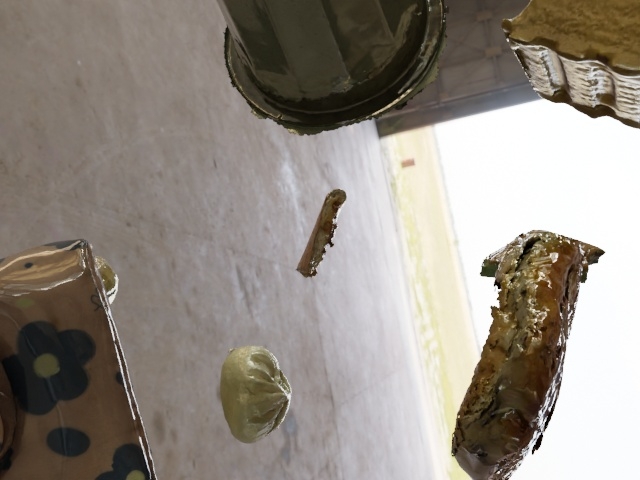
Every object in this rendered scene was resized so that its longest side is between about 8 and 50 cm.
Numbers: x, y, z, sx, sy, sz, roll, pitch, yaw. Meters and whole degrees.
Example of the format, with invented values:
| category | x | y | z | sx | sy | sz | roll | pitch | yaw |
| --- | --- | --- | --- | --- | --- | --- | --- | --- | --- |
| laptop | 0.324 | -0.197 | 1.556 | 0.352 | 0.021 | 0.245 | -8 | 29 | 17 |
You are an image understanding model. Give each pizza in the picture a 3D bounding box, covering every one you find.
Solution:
| category | x | y | z | sx | sy | sz | roll | pitch | yaw |
| --- | --- | --- | --- | --- | --- | --- | --- | --- | --- |
| pizza | 0.002 | -0.006 | 1.515 | 0.134 | 0.056 | 0.270 | -83 | -166 | -63 |

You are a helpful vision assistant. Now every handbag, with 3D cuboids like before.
| category | x | y | z | sx | sy | sz | roll | pitch | yaw |
| --- | --- | --- | --- | --- | --- | --- | --- | --- | --- |
| handbag | -0.242 | 0.143 | 0.499 | 0.251 | 0.193 | 0.190 | 71 | -25 | 15 |

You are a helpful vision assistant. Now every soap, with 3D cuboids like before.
| category | x | y | z | sx | sy | sz | roll | pitch | yaw |
| --- | --- | --- | --- | --- | --- | --- | --- | --- | --- |
| soap | 0.466 | -0.289 | 1.020 | 0.335 | 0.294 | 0.156 | 14 | 97 | -62 |

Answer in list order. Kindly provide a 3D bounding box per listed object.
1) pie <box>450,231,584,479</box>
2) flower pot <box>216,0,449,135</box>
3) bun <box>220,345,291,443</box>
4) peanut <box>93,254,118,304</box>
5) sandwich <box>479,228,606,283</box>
| category | x | y | z | sx | sy | sz | roll | pitch | yaw |
| --- | --- | --- | --- | --- | --- | --- | --- | --- | --- |
| pie | 0.211 | 0.121 | 0.684 | 0.308 | 0.086 | 0.308 | -40 | 136 | -55 |
| flower pot | -0.010 | -0.295 | 0.696 | 0.259 | 0.291 | 0.290 | 55 | 26 | -65 |
| bun | -0.159 | 0.393 | 1.683 | 0.259 | 0.160 | 0.259 | -7 | 90 | -78 |
| peanut | -0.293 | 0.072 | 0.772 | 0.214 | 0.099 | 0.090 | -116 | -145 | -65 |
| sandwich | 0.549 | 0.051 | 1.597 | 0.212 | 0.245 | 0.063 | 24 | -50 | 47 |
